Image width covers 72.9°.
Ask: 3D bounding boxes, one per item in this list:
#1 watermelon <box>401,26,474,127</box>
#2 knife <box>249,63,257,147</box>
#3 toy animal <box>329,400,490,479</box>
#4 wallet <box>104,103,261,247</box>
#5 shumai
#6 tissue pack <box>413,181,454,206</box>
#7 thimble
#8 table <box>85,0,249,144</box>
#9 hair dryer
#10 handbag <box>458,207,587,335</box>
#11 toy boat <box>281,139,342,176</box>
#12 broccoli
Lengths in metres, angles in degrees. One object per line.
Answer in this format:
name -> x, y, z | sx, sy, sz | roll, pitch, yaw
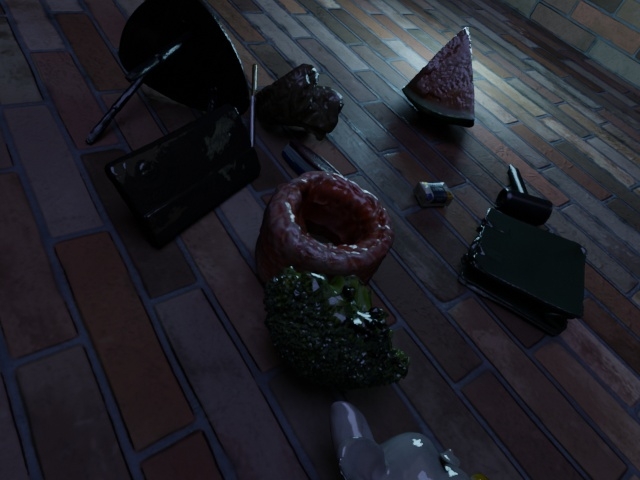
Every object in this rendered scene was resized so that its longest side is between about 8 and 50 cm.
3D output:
watermelon -> 0.370, -0.495, 1.369 | 0.222, 0.319, 0.292 | -5, 4, 13
knife -> -0.171, -0.339, 1.079 | 0.022, 0.046, 0.256 | 1, 71, -7
toy animal -> 0.136, 0.338, 0.524 | 0.325, 0.208, 0.154 | 34, 87, -2
wallet -> -0.243, -0.140, 0.854 | 0.044, 0.171, 0.321 | -4, 30, 41
shumai -> -0.057, -0.333, 1.116 | 0.185, 0.218, 0.184 | 56, 48, -21
tissue pack -> 0.284, -0.118, 1.090 | 0.083, 0.042, 0.062 | -1, 48, -21
thimble -> 0.000, 0.000, 0.806 | 0.239, 0.162, 0.239 | 9, 51, -11
table -> -0.317, -0.297, 0.928 | 0.317, 0.317, 0.249 | 18, 59, -4
hair dryer -> 0.538, -0.147, 1.206 | 0.128, 0.070, 0.255 | 16, 39, -5
handbag -> 0.458, 0.054, 0.977 | 0.260, 0.079, 0.247 | 30, 46, 9
toy boat -> 0.000, -0.162, 1.029 | 0.080, 0.046, 0.229 | -26, 61, -39
broccoli -> 0.027, 0.138, 0.666 | 0.226, 0.198, 0.176 | -2, 64, -13
